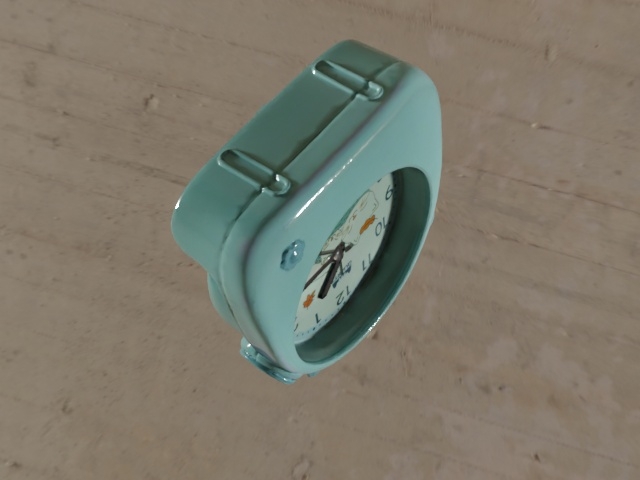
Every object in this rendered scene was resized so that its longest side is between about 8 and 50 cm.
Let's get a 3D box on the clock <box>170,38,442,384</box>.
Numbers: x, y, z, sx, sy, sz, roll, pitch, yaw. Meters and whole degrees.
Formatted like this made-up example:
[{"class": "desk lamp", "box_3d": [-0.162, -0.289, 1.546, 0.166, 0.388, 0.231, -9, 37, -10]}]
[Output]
[{"class": "clock", "box_3d": [0.000, 0.000, 0.759, 0.094, 0.274, 0.223, 32, -118, 24]}]
